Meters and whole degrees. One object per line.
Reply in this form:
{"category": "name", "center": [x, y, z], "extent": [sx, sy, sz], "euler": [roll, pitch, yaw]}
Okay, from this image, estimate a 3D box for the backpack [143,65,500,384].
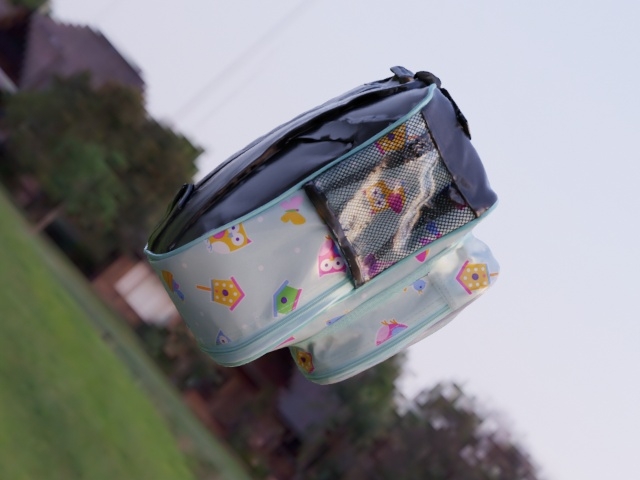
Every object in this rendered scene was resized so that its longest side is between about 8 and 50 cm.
{"category": "backpack", "center": [0.000, 0.000, 1.049], "extent": [0.166, 0.188, 0.144], "euler": [-137, -157, -77]}
